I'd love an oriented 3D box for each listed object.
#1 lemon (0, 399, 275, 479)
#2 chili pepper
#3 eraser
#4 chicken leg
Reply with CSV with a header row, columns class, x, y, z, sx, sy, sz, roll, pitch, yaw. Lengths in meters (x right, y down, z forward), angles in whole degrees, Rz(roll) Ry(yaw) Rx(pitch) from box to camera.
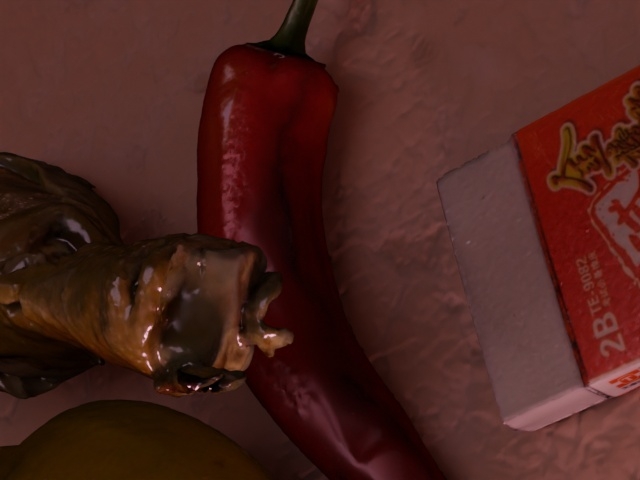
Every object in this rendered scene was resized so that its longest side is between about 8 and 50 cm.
class,x,y,z,sx,sy,sz,roll,pitch,yaw
lemon,-0.098,0.190,1.074,0.248,0.184,0.184,25,93,29
chili pepper,-0.005,0.006,1.128,0.137,0.092,0.368,-16,73,14
eraser,0.177,-0.012,1.007,0.230,0.038,0.157,-28,61,28
chicken leg,-0.153,0.025,1.129,0.429,0.201,0.152,6,111,57
